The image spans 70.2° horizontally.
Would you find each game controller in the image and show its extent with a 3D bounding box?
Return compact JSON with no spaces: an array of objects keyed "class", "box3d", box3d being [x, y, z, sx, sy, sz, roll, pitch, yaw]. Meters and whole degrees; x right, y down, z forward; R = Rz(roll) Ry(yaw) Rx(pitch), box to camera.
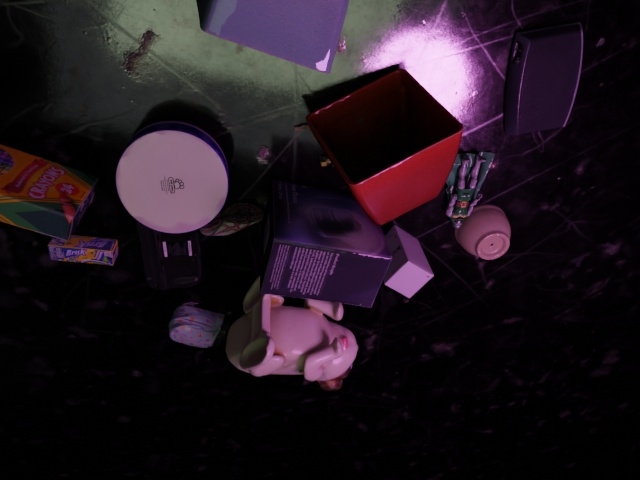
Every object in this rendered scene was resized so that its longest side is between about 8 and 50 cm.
[{"class":"game controller","box3d":[-0.435,0.016,1.321,0.166,0.067,0.319,-8,128,-19]}]

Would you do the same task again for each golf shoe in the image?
[{"class":"golf shoe","box3d":[-0.250,-0.056,1.285,0.186,0.068,0.086,-10,155,-2]}]

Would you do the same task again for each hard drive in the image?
[{"class":"hard drive","box3d":[0.555,-0.389,1.130,0.171,0.054,0.255,-9,126,0]}]

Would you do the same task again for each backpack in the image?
[{"class":"backpack","box3d":[-0.393,0.276,1.471,0.181,0.115,0.152,20,124,-16]}]

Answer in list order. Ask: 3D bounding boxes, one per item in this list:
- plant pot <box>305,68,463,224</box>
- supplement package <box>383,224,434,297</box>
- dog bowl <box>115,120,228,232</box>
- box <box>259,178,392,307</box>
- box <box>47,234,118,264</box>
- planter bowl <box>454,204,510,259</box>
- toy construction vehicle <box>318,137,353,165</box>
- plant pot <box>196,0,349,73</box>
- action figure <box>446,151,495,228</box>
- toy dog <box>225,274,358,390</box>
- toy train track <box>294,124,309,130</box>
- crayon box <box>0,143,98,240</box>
[{"class":"plant pot","box3d":[0.157,-0.197,1.092,0.267,0.267,0.236,-27,143,-2]},{"class":"supplement package","box3d":[0.241,0.060,1.344,0.105,0.179,0.105,30,117,-25]},{"class":"dog bowl","box3d":[-0.363,-0.155,1.133,0.264,0.104,0.265,-5,116,-11]},{"class":"box","box3d":[0.000,0.000,1.204,0.293,0.296,0.183,9,124,-14]},{"class":"box","box3d":[-0.670,0.026,1.291,0.168,0.059,0.054,7,126,-11]},{"class":"planter bowl","box3d":[0.500,-0.011,1.366,0.162,0.109,0.162,-4,126,-5]},{"class":"toy construction vehicle","box3d":[0.042,-0.236,1.196,0.098,0.035,0.086,-9,126,0]},{"class":"plant pot","box3d":[-0.073,-0.501,0.834,0.247,0.247,0.252,9,126,-24]},{"class":"action figure","box3d":[0.409,-0.134,1.297,0.137,0.063,0.232,-1,127,-3]},{"class":"toy dog","box3d":[-0.066,0.345,1.444,0.407,0.285,0.395,20,128,-28]},{"class":"toy train track","box3d":[-0.025,-0.293,1.161,0.083,0.014,0.048,-8,134,7]},{"class":"crayon box","box3d":[-0.729,-0.130,1.083,0.318,0.202,0.081,18,121,-19]}]
